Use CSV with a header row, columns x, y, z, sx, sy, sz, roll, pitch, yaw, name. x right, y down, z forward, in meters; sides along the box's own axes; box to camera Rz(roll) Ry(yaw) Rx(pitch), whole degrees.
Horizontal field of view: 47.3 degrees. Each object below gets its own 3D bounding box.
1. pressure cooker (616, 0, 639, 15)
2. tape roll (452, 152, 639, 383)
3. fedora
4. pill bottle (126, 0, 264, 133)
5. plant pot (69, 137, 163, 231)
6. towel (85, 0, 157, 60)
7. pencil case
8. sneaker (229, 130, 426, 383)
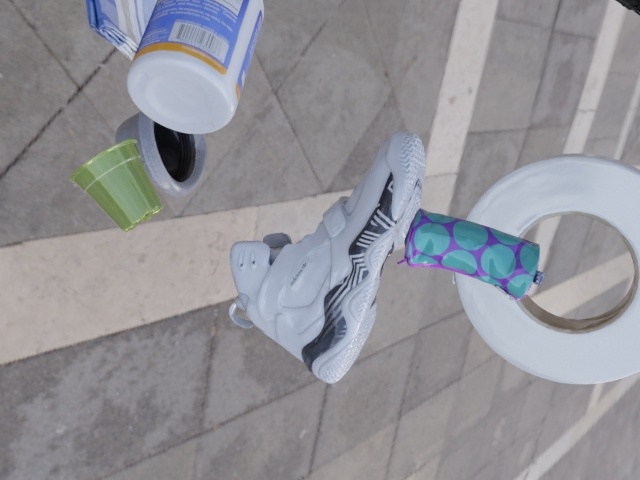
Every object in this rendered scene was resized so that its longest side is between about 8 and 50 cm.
x,y,z,sx,sy,sz,roll,pitch,yaw,name
0.510,-0.456,0.770,0.420,0.375,0.370,-47,162,-24,pressure cooker
0.421,0.048,1.228,0.072,0.391,0.392,-24,130,-63,tape roll
-0.370,-0.214,1.645,0.275,0.124,0.244,-73,149,-58,fedora
-0.166,-0.301,1.044,0.152,0.152,0.272,58,36,-51,pill bottle
-0.212,-0.054,0.788,0.083,0.083,0.079,-35,93,-38,plant pot
-0.306,-0.375,1.255,0.285,0.034,0.209,35,38,-63,towel
0.168,0.016,0.811,0.064,0.151,0.070,73,35,-82,pencil case
0.000,0.000,1.020,0.137,0.210,0.366,-18,130,-69,sneaker
